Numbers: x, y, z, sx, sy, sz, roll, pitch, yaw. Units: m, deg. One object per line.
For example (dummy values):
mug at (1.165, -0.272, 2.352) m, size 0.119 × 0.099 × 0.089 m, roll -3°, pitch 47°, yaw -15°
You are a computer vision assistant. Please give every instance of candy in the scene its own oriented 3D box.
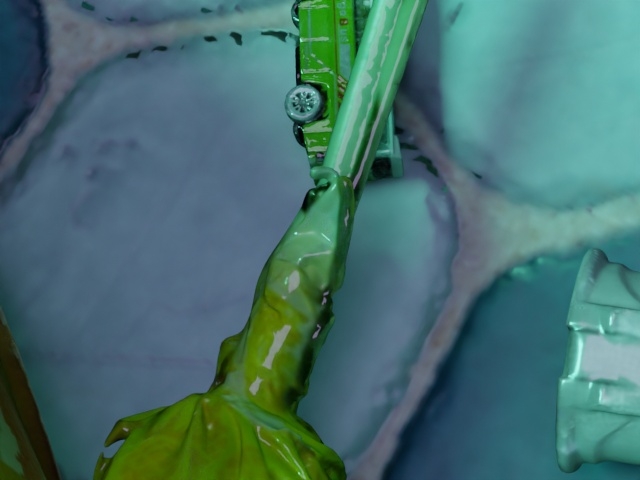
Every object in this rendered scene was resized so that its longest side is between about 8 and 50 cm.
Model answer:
candy at (-0.001, 0.000, 0.410) m, size 0.073 × 0.077 × 0.262 m, roll 15°, pitch 82°, yaw 20°

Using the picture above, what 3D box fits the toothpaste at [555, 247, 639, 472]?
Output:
toothpaste at (0.214, 0.052, 0.354) m, size 0.299 × 0.073 × 0.114 m, roll 8°, pitch 96°, yaw 17°

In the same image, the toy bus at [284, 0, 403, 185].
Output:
toy bus at (0.007, -0.061, 0.459) m, size 0.037 × 0.031 × 0.083 m, roll -3°, pitch 74°, yaw 5°

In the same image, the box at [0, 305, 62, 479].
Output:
box at (-0.255, 0.032, 0.366) m, size 0.283 × 0.214 × 0.259 m, roll -32°, pitch 49°, yaw 1°
